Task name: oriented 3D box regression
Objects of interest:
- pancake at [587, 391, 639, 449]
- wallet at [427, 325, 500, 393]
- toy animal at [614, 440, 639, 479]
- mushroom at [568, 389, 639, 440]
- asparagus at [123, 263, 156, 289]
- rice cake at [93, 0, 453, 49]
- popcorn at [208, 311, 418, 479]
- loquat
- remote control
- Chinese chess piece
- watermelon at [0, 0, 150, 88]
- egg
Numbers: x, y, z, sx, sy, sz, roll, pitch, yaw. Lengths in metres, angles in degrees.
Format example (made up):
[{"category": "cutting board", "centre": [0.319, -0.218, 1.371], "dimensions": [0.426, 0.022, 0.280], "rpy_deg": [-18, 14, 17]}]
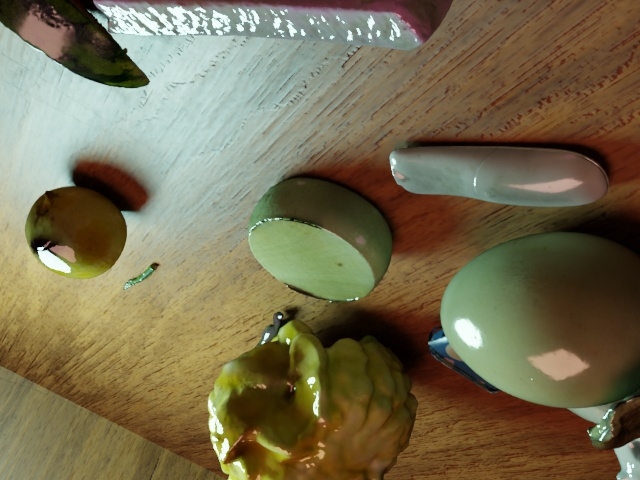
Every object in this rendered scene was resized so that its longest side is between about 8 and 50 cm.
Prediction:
[{"category": "pancake", "centre": [0.382, 0.111, 0.796], "dimensions": [0.033, 0.288, 0.286], "rpy_deg": [54, -176, 28]}, {"category": "wallet", "centre": [0.257, 0.140, 1.115], "dimensions": [0.141, 0.059, 0.202], "rpy_deg": [34, 146, -13]}, {"category": "toy animal", "centre": [0.521, 0.278, 1.048], "dimensions": [0.289, 0.174, 0.249], "rpy_deg": [33, 163, -20]}, {"category": "mushroom", "centre": [0.320, 0.167, 0.989], "dimensions": [0.225, 0.116, 0.093], "rpy_deg": [27, 110, 17]}, {"category": "asparagus", "centre": [-0.326, 0.067, 1.477], "dimensions": [0.016, 0.016, 0.163], "rpy_deg": [8, 162, -30]}, {"category": "rice cake", "centre": [-0.061, -0.217, 0.730], "dimensions": [0.365, 0.072, 0.056], "rpy_deg": [11, 152, 26]}, {"category": "popcorn", "centre": [-0.029, 0.271, 1.337], "dimensions": [0.381, 0.349, 0.349], "rpy_deg": [51, 178, 46]}, {"category": "loquat", "centre": [-0.370, -0.012, 1.244], "dimensions": [0.163, 0.137, 0.163], "rpy_deg": [3, 141, 2]}, {"category": "remote control", "centre": [0.178, -0.061, 0.844], "dimensions": [0.229, 0.044, 0.073], "rpy_deg": [5, 150, 30]}, {"category": "Chinese chess piece", "centre": [0.000, 0.000, 1.050], "dimensions": [0.188, 0.083, 0.188], "rpy_deg": [18, 149, 12]}, {"category": "watermelon", "centre": [-0.274, -0.239, 0.831], "dimensions": [0.245, 0.119, 0.063], "rpy_deg": [38, 107, -15]}, {"category": "egg", "centre": [0.250, 0.084, 0.888], "dimensions": [0.254, 0.188, 0.188], "rpy_deg": [4, 146, 39]}]
